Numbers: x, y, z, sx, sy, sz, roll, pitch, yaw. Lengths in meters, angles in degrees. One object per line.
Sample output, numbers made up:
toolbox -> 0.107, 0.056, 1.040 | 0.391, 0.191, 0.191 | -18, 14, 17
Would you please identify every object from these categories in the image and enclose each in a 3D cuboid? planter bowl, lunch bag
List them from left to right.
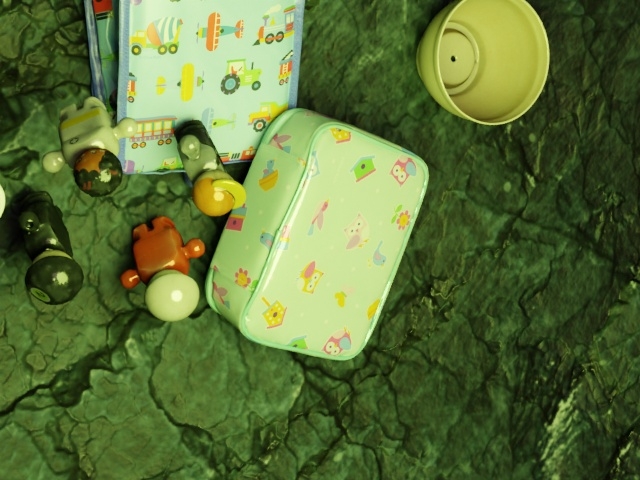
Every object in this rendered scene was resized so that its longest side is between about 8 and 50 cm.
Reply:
lunch bag -> -0.136, -0.198, 1.425 | 0.221, 0.138, 0.293 | -10, 112, -28
lunch bag -> 0.000, 0.000, 1.498 | 0.224, 0.108, 0.279 | 16, 99, -44
planter bowl -> 0.185, -0.226, 1.582 | 0.162, 0.109, 0.162 | -4, 99, -27

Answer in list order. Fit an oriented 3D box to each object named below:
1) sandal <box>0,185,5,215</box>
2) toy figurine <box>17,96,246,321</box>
sandal -> -0.455, -0.066, 1.297 | 0.265, 0.076, 0.102 | 14, 112, -16
toy figurine -> -0.202, -0.029, 1.351 | 0.213, 0.148, 0.209 | 14, 122, -28
